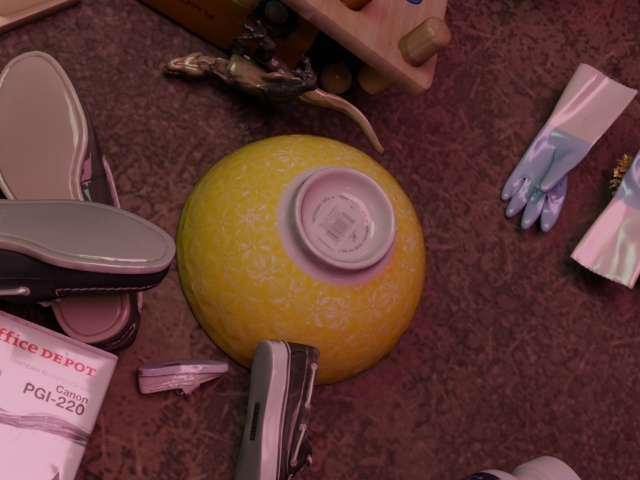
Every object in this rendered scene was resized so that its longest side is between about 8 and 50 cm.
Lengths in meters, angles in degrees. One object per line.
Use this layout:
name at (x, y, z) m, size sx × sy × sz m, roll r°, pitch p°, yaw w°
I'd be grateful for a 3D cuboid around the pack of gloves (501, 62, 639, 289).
pack of gloves at (0.340, -0.087, 1.867) m, size 0.195 × 0.046 × 0.232 m, roll 29°, pitch 76°, yaw 18°

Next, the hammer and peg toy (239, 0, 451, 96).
hammer and peg toy at (0.055, -0.354, 1.775) m, size 0.266 × 0.127 × 0.361 m, roll 34°, pitch 47°, yaw -23°

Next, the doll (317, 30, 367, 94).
doll at (0.041, -0.252, 1.865) m, size 0.129 × 0.046 × 0.189 m, roll 33°, pitch 62°, yaw -21°

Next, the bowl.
bowl at (0.000, 0.000, 1.697) m, size 0.289 × 0.156 × 0.289 m, roll 7°, pitch 69°, yaw -18°

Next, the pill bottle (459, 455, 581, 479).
pill bottle at (0.155, 0.331, 1.638) m, size 0.265 × 0.153 × 0.153 m, roll -20°, pitch 79°, yaw -27°

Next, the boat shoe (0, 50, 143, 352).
boat shoe at (-0.268, -0.035, 1.654) m, size 0.112 × 0.095 × 0.335 m, roll -19°, pitch 73°, yaw 2°

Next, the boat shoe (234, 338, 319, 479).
boat shoe at (-0.040, 0.214, 1.624) m, size 0.070 × 0.078 × 0.219 m, roll 9°, pitch 89°, yaw -23°

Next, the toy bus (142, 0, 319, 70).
toy bus at (-0.149, -0.322, 1.785) m, size 0.333 × 0.108 × 0.130 m, roll 30°, pitch 60°, yaw -9°

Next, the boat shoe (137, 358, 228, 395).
boat shoe at (-0.146, 0.147, 1.659) m, size 0.100 × 0.035 × 0.035 m, roll -4°, pitch 100°, yaw -26°

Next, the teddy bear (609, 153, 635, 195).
teddy bear at (0.521, -0.059, 1.909) m, size 0.338 × 0.113 × 0.245 m, roll 1°, pitch 68°, yaw -3°

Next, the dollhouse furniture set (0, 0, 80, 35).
dollhouse furniture set at (-0.346, -0.323, 1.699) m, size 0.144 × 0.123 × 0.151 m, roll -27°, pitch 83°, yaw -27°

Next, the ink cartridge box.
ink cartridge box at (-0.312, 0.191, 1.542) m, size 0.159 × 0.092 × 0.218 m, roll 23°, pitch 63°, yaw -12°

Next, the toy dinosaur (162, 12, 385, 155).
toy dinosaur at (-0.046, -0.180, 1.733) m, size 0.268 × 0.118 × 0.064 m, roll 23°, pitch 67°, yaw 9°

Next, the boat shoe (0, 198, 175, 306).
boat shoe at (-0.292, 0.015, 1.550) m, size 0.303 × 0.091 × 0.114 m, roll 11°, pitch 31°, yaw 10°
